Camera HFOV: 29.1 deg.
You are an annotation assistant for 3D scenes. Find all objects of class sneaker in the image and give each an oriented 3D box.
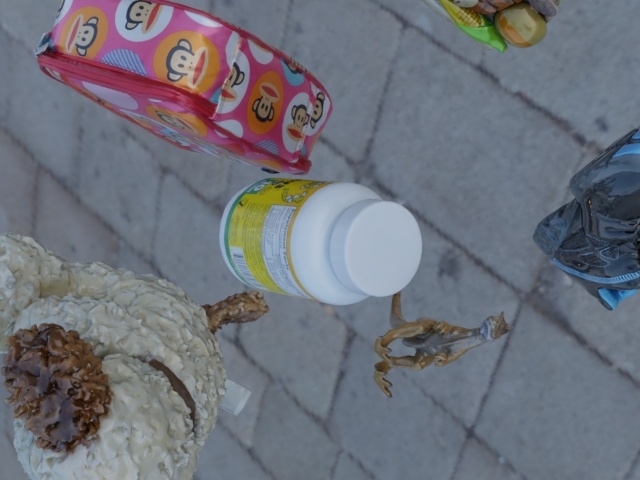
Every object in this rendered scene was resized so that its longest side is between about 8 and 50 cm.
[{"bbox_3d":[0.348,-0.027,1.386,0.139,0.125,0.341,53,168,14],"label":"sneaker"}]

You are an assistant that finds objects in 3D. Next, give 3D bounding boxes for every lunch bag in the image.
[{"bbox_3d":[-0.152,-0.172,1.317,0.258,0.293,0.120,18,86,31],"label":"lunch bag"}]

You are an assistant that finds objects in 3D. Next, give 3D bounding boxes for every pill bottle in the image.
[{"bbox_3d":[0.000,0.000,1.189,0.208,0.117,0.117,8,116,57],"label":"pill bottle"}]

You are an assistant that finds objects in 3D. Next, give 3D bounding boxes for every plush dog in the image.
[{"bbox_3d":[-0.139,0.126,0.869,0.210,0.225,0.262,-14,118,7],"label":"plush dog"}]

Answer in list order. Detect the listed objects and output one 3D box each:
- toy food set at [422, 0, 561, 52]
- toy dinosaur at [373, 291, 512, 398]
[{"bbox_3d":[0.185,-0.246,1.267,0.132,0.038,0.192,32,154,-21],"label":"toy food set"},{"bbox_3d":[0.092,0.089,1.121,0.211,0.112,0.064,8,120,59],"label":"toy dinosaur"}]
